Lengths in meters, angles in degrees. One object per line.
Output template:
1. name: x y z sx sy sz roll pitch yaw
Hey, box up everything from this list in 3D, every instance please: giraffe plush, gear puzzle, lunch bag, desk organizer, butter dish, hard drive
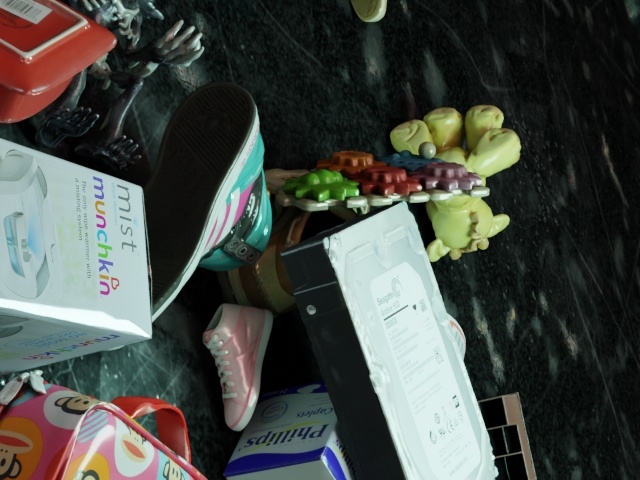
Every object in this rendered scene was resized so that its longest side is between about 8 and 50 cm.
1. giraffe plush: 0.199 -0.068 2.025 0.210 0.181 0.170 -87 169 -50
2. gear puzzle: 0.011 -0.077 1.624 0.339 0.175 0.044 -5 107 -26
3. lunch bag: -0.182 0.239 1.128 0.258 0.120 0.293 -67 151 -23
4. desk organizer: 0.268 0.288 2.057 0.050 0.047 0.130 4 72 -57
5. butter dish: -0.288 -0.156 1.260 0.160 0.118 0.160 30 35 8
6. hard drive: 0.084 0.140 1.540 0.237 0.064 0.339 -23 95 -63

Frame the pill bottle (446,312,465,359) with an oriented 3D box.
1. pill bottle: 0.101 0.191 1.738 0.124 0.124 0.221 56 34 -29

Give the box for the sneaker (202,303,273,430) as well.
1. sneaker: -0.098 0.130 1.508 0.070 0.051 0.134 18 75 -24

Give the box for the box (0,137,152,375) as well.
1. box: -0.292 0.021 1.003 0.231 0.262 0.127 21 59 -56

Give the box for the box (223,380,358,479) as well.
1. box: -0.016 0.219 1.518 0.072 0.126 0.137 61 31 -25

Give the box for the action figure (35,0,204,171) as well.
1. action figure: -0.197 -0.211 1.411 0.164 0.141 0.276 36 49 -46

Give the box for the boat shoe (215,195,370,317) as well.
1. boat shoe: 0.000 0.000 1.662 0.122 0.120 0.324 64 31 -15

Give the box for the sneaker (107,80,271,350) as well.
1. sneaker: -0.141 0.004 1.427 0.295 0.124 0.178 -59 159 -20

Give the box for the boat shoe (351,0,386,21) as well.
1. boat shoe: 0.076 -0.387 2.049 0.059 0.063 0.170 18 60 -49
